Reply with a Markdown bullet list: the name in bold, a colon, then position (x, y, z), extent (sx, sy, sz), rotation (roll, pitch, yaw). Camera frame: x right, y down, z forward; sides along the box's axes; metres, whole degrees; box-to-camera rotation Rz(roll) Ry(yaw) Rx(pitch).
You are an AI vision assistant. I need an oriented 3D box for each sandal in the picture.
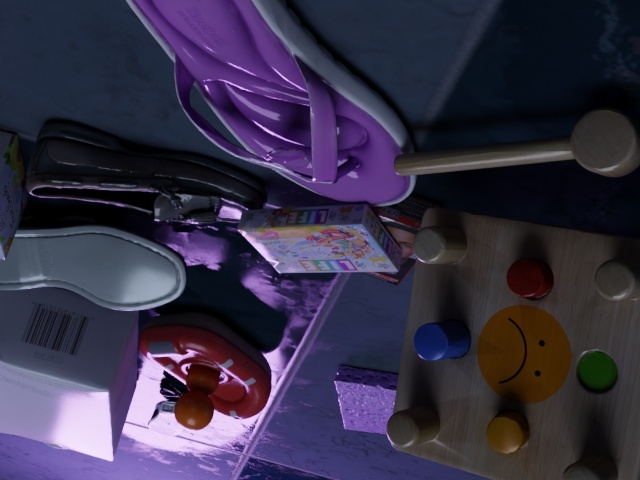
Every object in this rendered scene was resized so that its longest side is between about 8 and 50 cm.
- **sandal**: position (-0.056, -0.124, 0.976), extent (0.169, 0.102, 0.416), rotation (-7, 146, 35)

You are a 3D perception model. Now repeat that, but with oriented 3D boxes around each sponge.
- **sponge**: position (0.089, 0.261, 1.678), extent (0.117, 0.031, 0.210), rotation (8, 151, 11)

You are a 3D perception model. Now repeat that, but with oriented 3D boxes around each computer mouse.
- **computer mouse**: position (-0.263, 0.301, 1.900), extent (0.106, 0.042, 0.193), rotation (18, 146, -17)

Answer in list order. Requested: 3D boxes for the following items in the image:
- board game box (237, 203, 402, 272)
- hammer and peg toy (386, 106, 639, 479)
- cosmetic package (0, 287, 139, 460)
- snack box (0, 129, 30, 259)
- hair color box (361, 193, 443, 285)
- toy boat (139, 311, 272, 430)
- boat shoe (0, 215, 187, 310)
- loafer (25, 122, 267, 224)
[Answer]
- **board game box**: position (0.000, 0.000, 1.161), extent (0.154, 0.026, 0.103), rotation (-2, 149, 29)
- **hammer and peg toy**: position (0.199, 0.054, 1.009), extent (0.266, 0.361, 0.127), rotation (10, -175, 33)
- **cosmetic package**: position (-0.412, 0.211, 1.688), extent (0.217, 0.156, 0.385), rotation (16, 153, -4)
- **snack box**: position (-0.384, -0.053, 1.252), extent (0.037, 0.100, 0.141), rotation (14, 152, 0)
- **hair color box**: position (0.081, -0.003, 1.195), extent (0.072, 0.043, 0.141), rotation (18, 151, -6)
- **toy boat**: position (-0.177, 0.216, 1.589), extent (0.151, 0.151, 0.231), rotation (-7, 145, 34)
- **boat shoe**: position (-0.307, 0.018, 1.364), extent (0.303, 0.091, 0.114), rotation (10, 107, 10)
- **loafer**: position (-0.197, -0.052, 1.187), extent (0.268, 0.084, 0.096), rotation (15, 151, -3)
